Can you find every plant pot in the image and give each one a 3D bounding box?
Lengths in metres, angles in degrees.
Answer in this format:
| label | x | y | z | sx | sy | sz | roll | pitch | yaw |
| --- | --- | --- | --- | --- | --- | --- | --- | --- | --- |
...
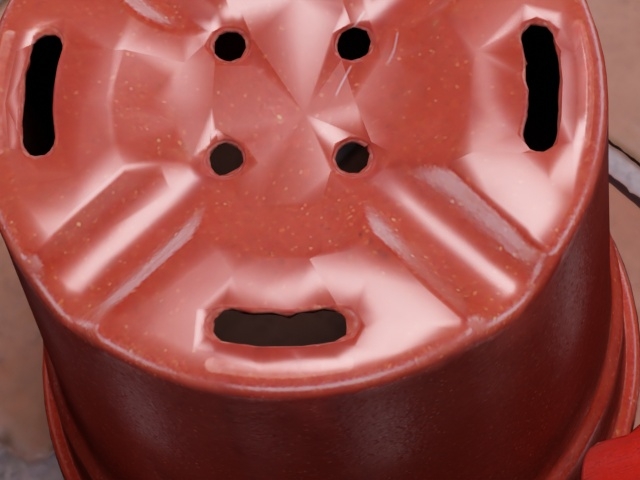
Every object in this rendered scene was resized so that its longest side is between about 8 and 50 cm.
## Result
| label | x | y | z | sx | sy | sz | roll | pitch | yaw |
| --- | --- | --- | --- | --- | --- | --- | --- | --- | --- |
| plant pot | 0.000 | 0.000 | 0.663 | 0.272 | 0.265 | 0.272 | -1 | 68 | 3 |

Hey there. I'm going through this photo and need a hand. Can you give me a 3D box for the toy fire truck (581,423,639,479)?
| label | x | y | z | sx | sy | sz | roll | pitch | yaw |
| --- | --- | --- | --- | --- | --- | --- | --- | --- | --- |
| toy fire truck | 0.185 | 0.123 | 0.665 | 0.246 | 0.217 | 0.159 | -20 | 60 | 42 |
